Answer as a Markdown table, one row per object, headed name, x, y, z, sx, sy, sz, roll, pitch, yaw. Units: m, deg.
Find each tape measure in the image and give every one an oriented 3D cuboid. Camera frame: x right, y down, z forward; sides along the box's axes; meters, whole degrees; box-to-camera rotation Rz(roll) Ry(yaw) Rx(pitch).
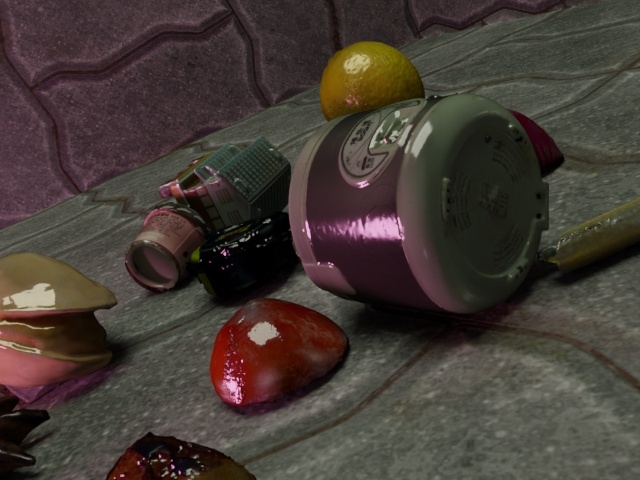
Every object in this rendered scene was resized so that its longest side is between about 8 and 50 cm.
| name | x | y | z | sx | sy | sz | roll | pitch | yaw |
| --- | --- | --- | --- | --- | --- | --- | --- | --- | --- |
| tape measure | -0.142 | 0.032 | 1.243 | 0.199 | 0.112 | 0.186 | -20 | 11 | 20 |

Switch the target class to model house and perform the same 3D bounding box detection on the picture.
| name | x | y | z | sx | sy | sz | roll | pitch | yaw |
| --- | --- | --- | --- | --- | --- | --- | --- | --- | --- |
| model house | -0.194 | -0.098 | 1.512 | 0.215 | 0.198 | 0.224 | -18 | 18 | 28 |

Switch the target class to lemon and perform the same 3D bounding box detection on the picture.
| name | x | y | z | sx | sy | sz | roll | pitch | yaw |
| --- | --- | --- | --- | --- | --- | --- | --- | --- | --- |
| lemon | 0.133 | -0.375 | 1.812 | 0.293 | 0.293 | 0.293 | -19 | 19 | 7 |

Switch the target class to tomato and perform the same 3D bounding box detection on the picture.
| name | x | y | z | sx | sy | sz | roll | pitch | yaw |
| --- | --- | --- | --- | --- | --- | --- | --- | --- | --- |
| tomato | -0.062 | 0.126 | 0.905 | 0.189 | 0.099 | 0.173 | -28 | 18 | -23 |

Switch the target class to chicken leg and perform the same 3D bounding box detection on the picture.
| name | x | y | z | sx | sy | sz | roll | pitch | yaw |
| --- | --- | --- | --- | --- | --- | --- | --- | --- | --- |
| chicken leg | -0.142 | 0.268 | 0.654 | 0.177 | 0.083 | 0.322 | -42 | 25 | -27 |

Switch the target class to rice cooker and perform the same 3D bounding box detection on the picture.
| name | x | y | z | sx | sy | sz | roll | pitch | yaw |
| --- | --- | --- | --- | --- | --- | --- | --- | --- | --- |
| rice cooker | 0.121 | -0.049 | 0.919 | 0.288 | 0.288 | 0.277 | -35 | 23 | -35 |

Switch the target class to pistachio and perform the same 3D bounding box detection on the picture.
| name | x | y | z | sx | sy | sz | roll | pitch | yaw |
| --- | --- | --- | --- | --- | --- | --- | --- | --- | --- |
| pistachio | -0.482 | 0.136 | 1.166 | 0.321 | 0.229 | 0.238 | 3 | 2 | 29 |

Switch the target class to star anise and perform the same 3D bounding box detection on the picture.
| name | x | y | z | sx | sy | sz | roll | pitch | yaw |
| --- | --- | --- | --- | --- | --- | --- | --- | --- | --- |
| star anise | -0.497 | 0.285 | 0.935 | 0.272 | 0.102 | 0.272 | -20 | 21 | 8 |

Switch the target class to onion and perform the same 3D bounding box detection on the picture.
| name | x | y | z | sx | sy | sz | roll | pitch | yaw |
| --- | --- | --- | --- | --- | --- | --- | --- | --- | --- |
| onion | 0.300 | -0.182 | 1.302 | 0.247 | 0.111 | 0.250 | -18 | 22 | -21 |

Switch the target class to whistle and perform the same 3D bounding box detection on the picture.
| name | x | y | z | sx | sy | sz | roll | pitch | yaw |
| --- | --- | --- | --- | --- | --- | --- | --- | --- | --- |
| whistle | 0.431 | -0.035 | 0.889 | 0.326 | 0.057 | 0.068 | -23 | 6 | -5 |

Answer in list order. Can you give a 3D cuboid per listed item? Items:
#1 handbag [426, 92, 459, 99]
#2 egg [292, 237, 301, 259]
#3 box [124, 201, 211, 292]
| name | x | y | z | sx | sy | sz | roll | pitch | yaw |
| --- | --- | --- | --- | --- | --- | --- | --- | --- | --- |
| handbag | 0.136 | -0.138 | 1.270 | 0.247 | 0.079 | 0.260 | -1 | 62 | 44 |
| egg | 0.000 | 0.000 | 1.221 | 0.096 | 0.080 | 0.080 | -20 | 17 | -24 |
| box | -0.312 | 0.020 | 1.411 | 0.151 | 0.151 | 0.135 | -11 | 30 | 27 |
